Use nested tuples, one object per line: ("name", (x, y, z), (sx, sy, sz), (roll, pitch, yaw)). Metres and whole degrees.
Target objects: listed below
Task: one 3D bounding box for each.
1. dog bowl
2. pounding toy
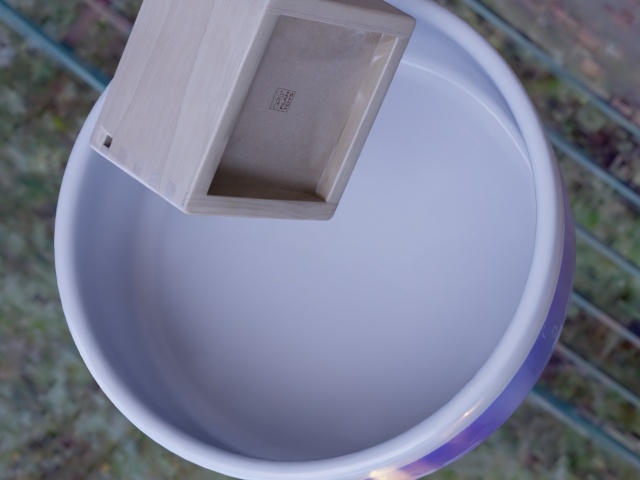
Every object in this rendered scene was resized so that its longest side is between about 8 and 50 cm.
("dog bowl", (0.000, 0.000, 0.937), (0.265, 0.265, 0.104), (34, 177, 19))
("pounding toy", (-0.035, -0.073, 0.858), (0.100, 0.130, 0.141), (35, -161, 33))
